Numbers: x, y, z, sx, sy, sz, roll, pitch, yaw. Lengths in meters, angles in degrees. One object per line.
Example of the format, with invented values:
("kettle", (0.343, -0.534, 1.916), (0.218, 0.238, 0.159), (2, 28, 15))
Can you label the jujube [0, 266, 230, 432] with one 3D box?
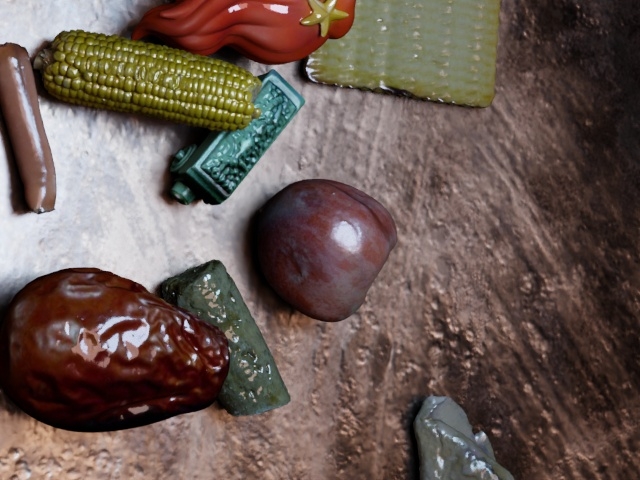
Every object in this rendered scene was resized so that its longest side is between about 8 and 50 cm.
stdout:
("jujube", (-0.202, 0.113, 1.687), (0.236, 0.168, 0.168), (11, 83, -21))

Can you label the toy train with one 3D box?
("toy train", (-0.091, -0.106, 1.794), (0.070, 0.099, 0.172), (44, 71, -19))

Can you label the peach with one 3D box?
("peach", (0.000, 0.000, 1.830), (0.152, 0.152, 0.152), (1, 88, -28))

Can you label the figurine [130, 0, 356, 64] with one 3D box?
("figurine", (-0.100, -0.287, 1.758), (0.208, 0.181, 0.257), (-39, 102, -43))

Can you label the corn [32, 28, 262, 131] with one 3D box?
("corn", (-0.174, -0.163, 1.726), (0.238, 0.080, 0.080), (10, 83, 0))

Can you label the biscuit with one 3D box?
("biscuit", (0.093, -0.247, 1.936), (0.254, 0.029, 0.172), (7, 86, -28))

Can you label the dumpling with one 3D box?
("dumpling", (0.178, 0.347, 1.933), (0.166, 0.086, 0.332), (4, 91, -25))

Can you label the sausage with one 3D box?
("sausage", (-0.298, -0.114, 1.713), (0.040, 0.047, 0.177), (-13, 94, -12))

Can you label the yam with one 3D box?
("yam", (-0.100, 0.108, 1.797), (0.078, 0.078, 0.179), (-33, 106, -25))
